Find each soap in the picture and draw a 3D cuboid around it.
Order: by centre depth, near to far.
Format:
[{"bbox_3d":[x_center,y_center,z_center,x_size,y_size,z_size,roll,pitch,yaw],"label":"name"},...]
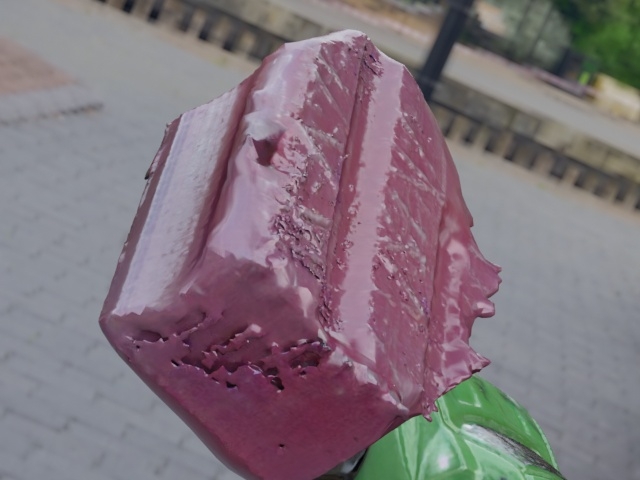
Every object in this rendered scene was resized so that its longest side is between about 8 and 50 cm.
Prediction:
[{"bbox_3d":[0.000,0.000,1.024,0.220,0.127,0.325,50,30,-24],"label":"soap"}]

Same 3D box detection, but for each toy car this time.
[{"bbox_3d":[0.113,0.238,1.195,0.213,0.176,0.359,29,45,-38],"label":"toy car"}]
